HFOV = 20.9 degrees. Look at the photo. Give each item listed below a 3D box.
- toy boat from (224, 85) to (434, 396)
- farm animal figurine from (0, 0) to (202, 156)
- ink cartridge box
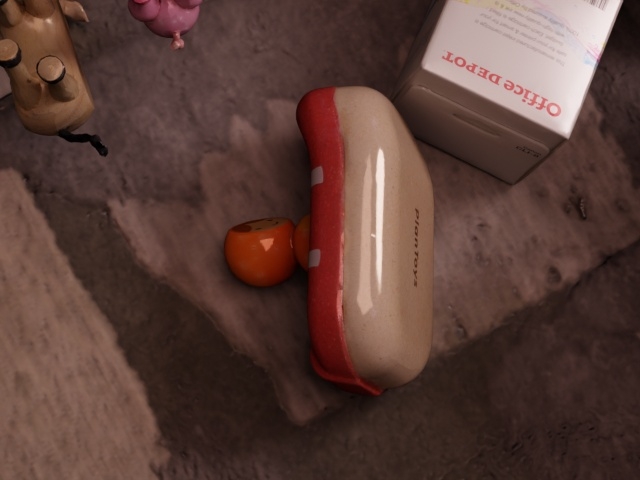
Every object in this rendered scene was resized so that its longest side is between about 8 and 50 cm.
[{"bbox_3d":[0.000,0.000,1.298,0.151,0.151,0.231,-4,73,18],"label":"toy boat"},{"bbox_3d":[-0.182,-0.259,1.313,0.326,0.172,0.330,37,79,13],"label":"farm animal figurine"},{"bbox_3d":[0.146,-0.158,1.359,0.128,0.127,0.176,26,70,-5],"label":"ink cartridge box"}]
